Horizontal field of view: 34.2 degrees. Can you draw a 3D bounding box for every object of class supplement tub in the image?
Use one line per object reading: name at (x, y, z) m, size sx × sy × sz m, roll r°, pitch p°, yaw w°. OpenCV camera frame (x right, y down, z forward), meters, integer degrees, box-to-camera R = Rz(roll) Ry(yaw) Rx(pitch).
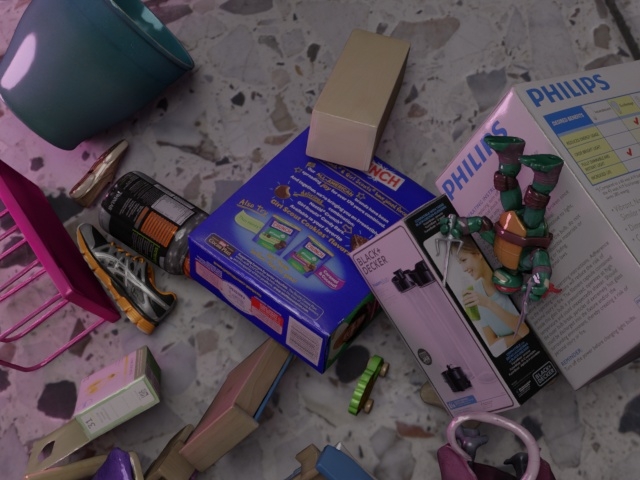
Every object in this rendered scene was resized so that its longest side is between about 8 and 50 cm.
supplement tub at (-0.254, -0.021, 1.686) m, size 0.190 × 0.117 × 0.117 m, roll 32°, pitch 79°, yaw 15°

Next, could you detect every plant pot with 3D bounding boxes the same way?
plant pot at (-0.394, -0.296, 1.729) m, size 0.255 × 0.272 × 0.271 m, roll -44°, pitch 72°, yaw 9°

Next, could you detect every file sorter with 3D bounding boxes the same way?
file sorter at (-0.496, 0.042, 1.657) m, size 0.182 × 0.202 × 0.290 m, roll -36°, pitch 72°, yaw -1°

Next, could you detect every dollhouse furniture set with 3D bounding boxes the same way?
dollhouse furniture set at (-0.053, 0.346, 1.567) m, size 0.303 × 0.198 × 0.286 m, roll 43°, pitch 123°, yaw -6°

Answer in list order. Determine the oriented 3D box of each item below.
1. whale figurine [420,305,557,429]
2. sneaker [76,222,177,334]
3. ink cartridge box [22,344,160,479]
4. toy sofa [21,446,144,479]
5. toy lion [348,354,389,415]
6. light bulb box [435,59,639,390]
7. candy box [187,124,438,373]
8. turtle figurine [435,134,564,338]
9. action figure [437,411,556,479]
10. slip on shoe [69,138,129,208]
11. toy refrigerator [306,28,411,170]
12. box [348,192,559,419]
whale figurine at (0.262, 0.149, 1.576) m, size 0.216 × 0.141 × 0.272 m, roll 31°, pitch 103°, yaw 11°
sneaker at (-0.318, 0.051, 1.695) m, size 0.083 × 0.084 × 0.215 m, roll -39°, pitch 82°, yaw -6°
ink cartridge box at (-0.355, 0.259, 1.585) m, size 0.235 × 0.171 × 0.056 m, roll -29°, pitch 103°, yaw -3°
toy sofa at (-0.303, 0.488, 1.478) m, size 0.177 × 0.150 × 0.362 m, roll -42°, pitch 67°, yaw 36°
toy lion at (0.069, 0.219, 1.579) m, size 0.034 × 0.096 × 0.100 m, roll 22°, pitch 76°, yaw 13°
light bulb box at (0.423, -0.039, 1.466) m, size 0.358 × 0.225 × 0.361 m, roll -16°, pitch 66°, yaw -37°
candy box at (0.000, 0.000, 1.593) m, size 0.268 × 0.122 × 0.317 m, roll 35°, pitch 59°, yaw 17°
turtle figurine at (0.238, -0.006, 1.320) m, size 0.175 × 0.118 × 0.234 m, roll 24°, pitch 118°, yaw 37°
action figure at (0.242, 0.454, 1.403) m, size 0.248 × 0.275 × 0.370 m, roll 12°, pitch 62°, yaw 5°
slip on shoe at (-0.368, -0.114, 1.772) m, size 0.041 × 0.051 × 0.135 m, roll 45°, pitch 71°, yaw -22°
toy refrigerator at (0.063, -0.225, 1.654) m, size 0.102 × 0.094 × 0.269 m, roll 15°, pitch 40°, yaw 5°
box at (0.178, 0.098, 1.430) m, size 0.087 × 0.169 × 0.289 m, roll -31°, pitch 89°, yaw -30°
